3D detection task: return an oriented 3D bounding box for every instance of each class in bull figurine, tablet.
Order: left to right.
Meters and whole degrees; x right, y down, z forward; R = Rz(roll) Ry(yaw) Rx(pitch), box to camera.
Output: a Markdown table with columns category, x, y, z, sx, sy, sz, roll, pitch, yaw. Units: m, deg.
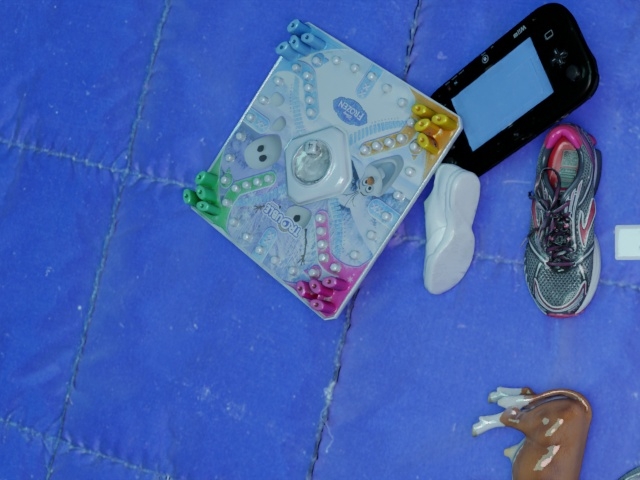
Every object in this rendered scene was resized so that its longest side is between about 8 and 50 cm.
| category | x | y | z | sx | sy | sz | roll | pitch | yaw |
| --- | --- | --- | --- | --- | --- | --- | --- | --- | --- |
| bull figurine | 0.315 | 0.368 | 1.698 | 0.188 | 0.101 | 0.310 | 12 | 89 | 25 |
| tablet | 0.491 | 0.003 | 1.720 | 0.083 | 0.006 | 0.054 | -1 | 84 | 23 |

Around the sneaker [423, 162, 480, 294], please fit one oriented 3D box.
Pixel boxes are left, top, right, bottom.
| category | x | y | z | sx | sy | sz | roll | pitch | yaw |
| --- | --- | --- | --- | --- | --- | --- | --- | --- | --- |
| sneaker | 0.195 | -0.022 | 1.806 | 0.094 | 0.080 | 0.212 | 34 | 119 | 49 |

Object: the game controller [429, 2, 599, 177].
| category | x | y | z | sx | sy | sz | roll | pitch | yaw |
| --- | --- | --- | --- | --- | --- | --- | --- | --- | --- |
| game controller | 0.286 | -0.222 | 1.743 | 0.319 | 0.067 | 0.166 | -37 | 71 | 40 |

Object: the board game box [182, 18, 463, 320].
| category | x | y | z | sx | sy | sz | roll | pitch | yaw |
| --- | --- | --- | --- | --- | --- | --- | --- | --- | --- |
| board game box | -0.014 | -0.129 | 1.878 | 0.390 | 0.050 | 0.390 | 38 | 99 | 33 |

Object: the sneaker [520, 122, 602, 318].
| category | x | y | z | sx | sy | sz | roll | pitch | yaw |
| --- | --- | --- | --- | --- | --- | --- | --- | --- | --- |
| sneaker | 0.361 | -0.031 | 1.721 | 0.121 | 0.112 | 0.299 | 0 | 84 | 22 |

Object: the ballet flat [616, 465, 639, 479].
| category | x | y | z | sx | sy | sz | roll | pitch | yaw |
| --- | --- | --- | --- | --- | --- | --- | --- | --- | --- |
| ballet flat | 0.502 | 0.354 | 1.634 | 0.222 | 0.079 | 0.076 | -28 | 75 | 17 |
